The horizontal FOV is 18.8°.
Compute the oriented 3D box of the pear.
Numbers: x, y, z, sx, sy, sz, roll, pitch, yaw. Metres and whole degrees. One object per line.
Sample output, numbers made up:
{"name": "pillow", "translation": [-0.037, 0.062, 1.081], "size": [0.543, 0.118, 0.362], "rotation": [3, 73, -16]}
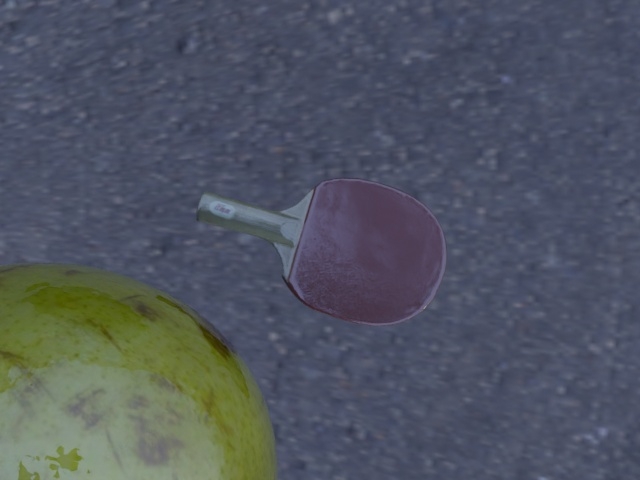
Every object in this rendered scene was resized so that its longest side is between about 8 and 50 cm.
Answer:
{"name": "pear", "translation": [-0.150, 0.147, 1.046], "size": [0.283, 0.283, 0.284], "rotation": [-1, 91, -24]}

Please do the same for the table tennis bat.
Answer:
{"name": "table tennis bat", "translation": [0.000, 0.000, 1.180], "size": [0.156, 0.013, 0.087], "rotation": [15, 84, 5]}
